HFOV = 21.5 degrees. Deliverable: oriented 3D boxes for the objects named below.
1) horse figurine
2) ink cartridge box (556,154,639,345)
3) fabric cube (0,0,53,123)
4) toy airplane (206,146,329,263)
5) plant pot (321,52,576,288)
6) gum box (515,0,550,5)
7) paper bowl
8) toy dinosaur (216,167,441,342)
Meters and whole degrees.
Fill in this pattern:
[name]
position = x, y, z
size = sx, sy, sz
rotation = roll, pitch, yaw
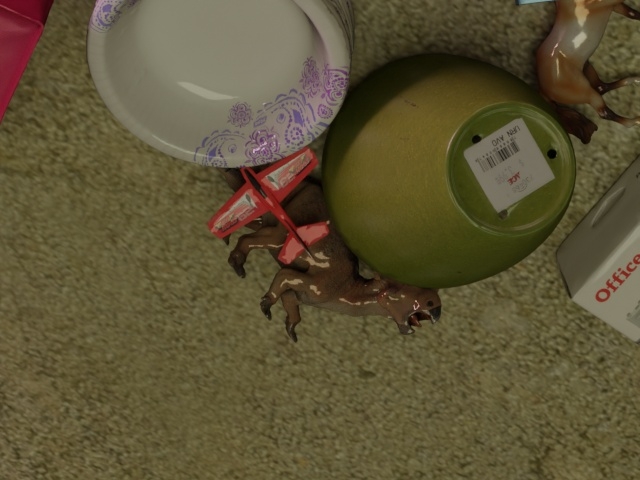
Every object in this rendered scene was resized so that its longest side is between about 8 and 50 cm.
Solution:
[horse figurine]
position = 0.312, -0.227, 1.922
size = 0.174, 0.066, 0.263
rotation = 10, 114, -13
[ink cartridge box]
position = 0.458, 0.045, 2.035
size = 0.283, 0.117, 0.207
rotation = 32, 112, -17
[fabric cube]
position = -0.439, -0.216, 1.794
size = 0.254, 0.258, 0.259
rotation = 24, 114, -14
[toy airplane]
position = -0.049, -0.037, 1.929
size = 0.151, 0.028, 0.151
rotation = 0, 95, 4
[plant pot]
position = 0.160, -0.075, 1.815
size = 0.275, 0.293, 0.274
rotation = 0, 92, -10
[gum box]
position = 0.281, -0.357, 1.835
size = 0.157, 0.041, 0.184
rotation = -6, 98, 2
[paper bowl]
position = -0.104, -0.230, 1.837
size = 0.284, 0.148, 0.284
rotation = 3, 133, 4
[toy dinosaur]
position = 0.000, 0.000, 2.004
size = 0.200, 0.127, 0.295
rotation = -34, 97, 3
